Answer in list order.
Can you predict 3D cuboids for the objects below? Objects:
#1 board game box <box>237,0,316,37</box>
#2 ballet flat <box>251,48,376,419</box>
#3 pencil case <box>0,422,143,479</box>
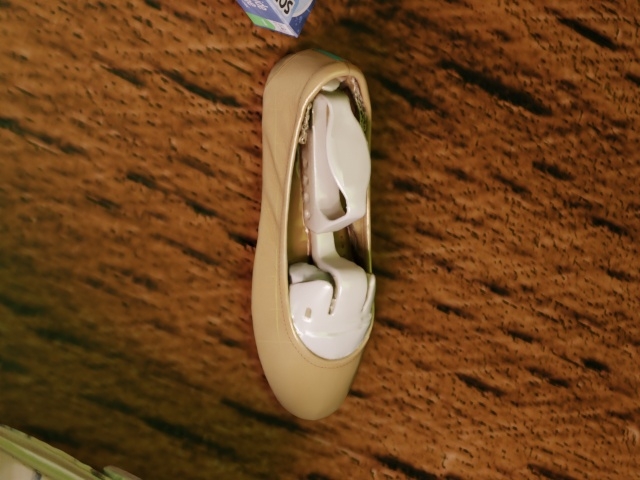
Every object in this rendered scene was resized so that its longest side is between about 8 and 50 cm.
[{"bbox_3d":[-0.035,-0.223,1.001,0.136,0.035,0.201,-64,151,-11],"label":"board game box"},{"bbox_3d":[0.000,0.000,1.073,0.080,0.073,0.232,-8,98,-30],"label":"ballet flat"},{"bbox_3d":[-0.214,0.135,0.859,0.410,0.160,0.183,38,85,-40],"label":"pencil case"}]
